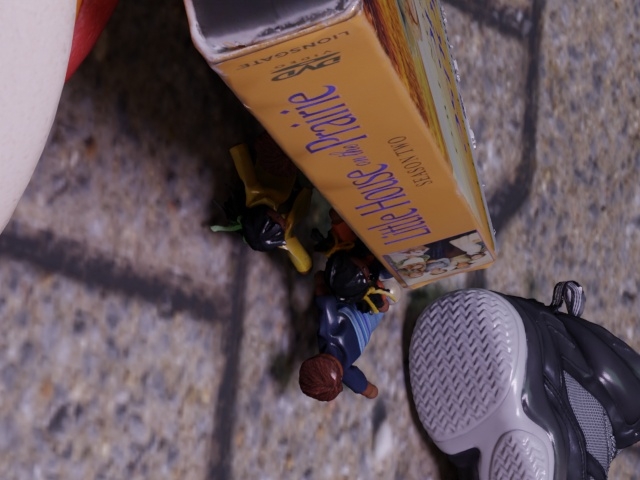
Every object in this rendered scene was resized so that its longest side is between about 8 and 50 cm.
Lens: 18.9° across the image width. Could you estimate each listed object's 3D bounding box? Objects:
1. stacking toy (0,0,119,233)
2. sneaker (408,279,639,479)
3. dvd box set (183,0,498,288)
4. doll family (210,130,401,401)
[{"bbox_3d":[-0.171,-0.174,0.768,0.350,0.351,0.480,69,25,-12],"label":"stacking toy"},{"bbox_3d":[0.147,0.152,1.138,0.153,0.101,0.268,-10,88,-45],"label":"sneaker"},{"bbox_3d":[-0.005,-0.164,0.836,0.420,0.062,0.307,47,29,-73],"label":"dvd box set"},{"bbox_3d":[0.000,0.000,1.026,0.193,0.076,0.111,55,28,-19],"label":"doll family"}]
